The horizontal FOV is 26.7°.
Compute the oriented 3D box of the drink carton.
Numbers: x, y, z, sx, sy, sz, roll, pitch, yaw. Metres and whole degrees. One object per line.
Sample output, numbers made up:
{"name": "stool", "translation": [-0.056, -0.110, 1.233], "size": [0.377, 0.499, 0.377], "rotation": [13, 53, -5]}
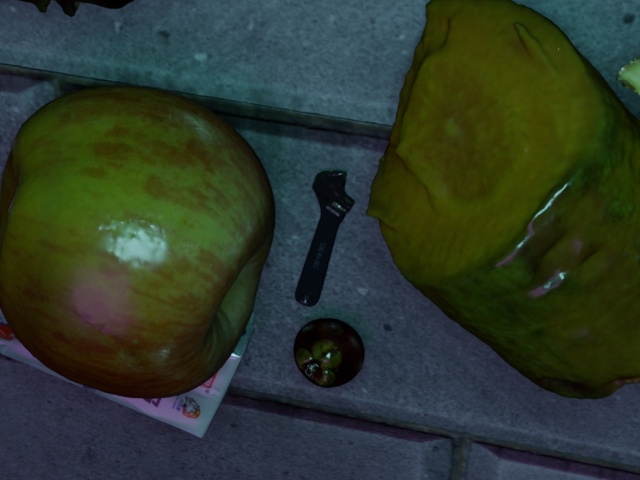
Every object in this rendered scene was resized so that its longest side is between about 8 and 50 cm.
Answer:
{"name": "drink carton", "translation": [-0.240, 0.092, 1.501], "size": [0.315, 0.106, 0.130], "rotation": [25, 120, -4]}

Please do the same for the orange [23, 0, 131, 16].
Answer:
{"name": "orange", "translation": [-0.265, -0.310, 1.043], "size": [0.368, 0.210, 0.271], "rotation": [15, 174, 42]}

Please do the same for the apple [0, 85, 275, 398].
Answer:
{"name": "apple", "translation": [-0.191, -0.004, 1.290], "size": [0.301, 0.301, 0.301], "rotation": [10, 135, 10]}

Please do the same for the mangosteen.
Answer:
{"name": "mangosteen", "translation": [0.008, 0.127, 1.489], "size": [0.081, 0.081, 0.081], "rotation": [10, 135, 10]}

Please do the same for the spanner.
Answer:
{"name": "spanner", "translation": [0.000, 0.000, 1.415], "size": [0.046, 0.012, 0.208], "rotation": [18, 137, 2]}

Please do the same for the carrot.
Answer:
{"name": "carrot", "translation": [0.188, -0.025, 1.164], "size": [0.340, 0.241, 0.241], "rotation": [41, 132, -23]}

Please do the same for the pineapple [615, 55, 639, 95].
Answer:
{"name": "pineapple", "translation": [0.406, -0.127, 1.071], "size": [0.286, 0.209, 0.344], "rotation": [21, 117, 39]}
